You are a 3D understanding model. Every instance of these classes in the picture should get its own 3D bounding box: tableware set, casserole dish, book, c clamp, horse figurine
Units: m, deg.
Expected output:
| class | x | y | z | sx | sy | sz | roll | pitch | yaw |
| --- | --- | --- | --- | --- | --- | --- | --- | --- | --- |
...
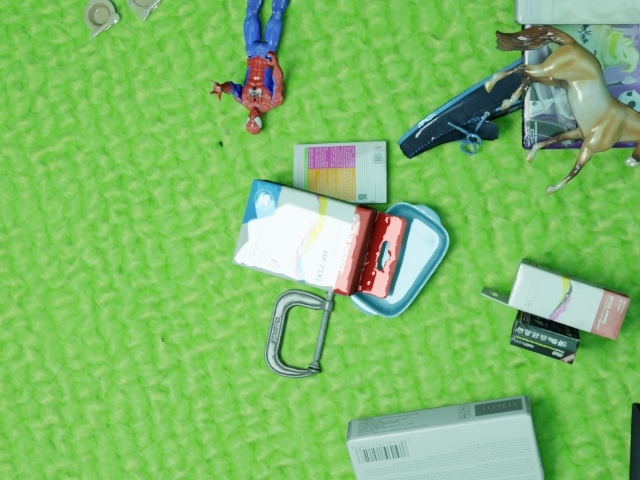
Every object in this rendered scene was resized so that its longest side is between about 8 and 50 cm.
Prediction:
| class | x | y | z | sx | sy | sz | roll | pitch | yaw |
| --- | --- | --- | --- | --- | --- | --- | --- | --- | --- |
| tableware set | -0.338 | -0.418 | 1.645 | 0.141 | 0.020 | 0.168 | -29 | 86 | 10 |
| casserole dish | 0.116 | 0.030 | 1.557 | 0.114 | 0.037 | 0.188 | 36 | 97 | 9 |
| book | 0.031 | -0.103 | 1.574 | 0.144 | 0.035 | 0.096 | 0 | 88 | 11 |
| c clamp | -0.017 | 0.144 | 1.592 | 0.137 | 0.022 | 0.160 | 18 | 94 | 10 |
| horse figurine | 0.337 | -0.188 | 1.383 | 0.174 | 0.066 | 0.263 | -29 | 98 | 18 |

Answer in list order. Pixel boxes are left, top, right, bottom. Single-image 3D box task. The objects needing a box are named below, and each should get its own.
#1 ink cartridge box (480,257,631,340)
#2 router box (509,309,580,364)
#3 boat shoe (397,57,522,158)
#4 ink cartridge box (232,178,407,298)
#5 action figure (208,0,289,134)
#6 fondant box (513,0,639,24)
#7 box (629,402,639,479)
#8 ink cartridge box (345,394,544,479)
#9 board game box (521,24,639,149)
| class | x | y | z | sx | sy | sz | roll | pitch | yaw |
| --- | --- | --- | --- | --- | --- | --- | --- | --- | --- |
| ink cartridge box | 0.336 | 0.077 | 1.474 | 0.198 | 0.115 | 0.067 | 18 | 95 | 10 |
| router box | 0.324 | 0.136 | 1.474 | 0.092 | 0.122 | 0.038 | 18 | 99 | 10 |
| boat shoe | 0.238 | -0.184 | 1.495 | 0.258 | 0.109 | 0.089 | -31 | 92 | 11 |
| ink cartridge box | 0.000 | 0.000 | 1.522 | 0.231 | 0.078 | 0.134 | 15 | 95 | 11 |
| action figure | -0.100 | -0.302 | 1.546 | 0.091 | 0.139 | 0.280 | 5 | 94 | 12 |
| fondant box | 0.422 | -0.400 | 1.316 | 0.330 | 0.096 | 0.238 | 1 | 101 | 7 |
| box | 0.588 | 0.413 | 1.400 | 0.313 | 0.179 | 0.343 | 1 | 91 | 12 |
| ink cartridge box | 0.199 | 0.364 | 1.538 | 0.275 | 0.060 | 0.239 | -10 | 114 | 11 |
| board game box | 0.384 | -0.300 | 1.411 | 0.208 | 0.056 | 0.346 | -2 | 100 | 4 |
